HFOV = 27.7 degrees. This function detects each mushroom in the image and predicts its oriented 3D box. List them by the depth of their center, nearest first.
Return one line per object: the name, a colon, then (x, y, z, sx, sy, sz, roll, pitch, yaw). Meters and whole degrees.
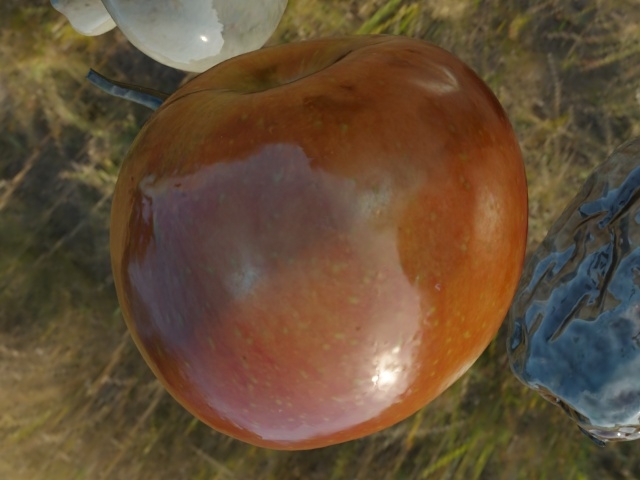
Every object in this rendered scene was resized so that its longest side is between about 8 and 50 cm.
mushroom: (-0.156, -0.273, 1.257, 0.243, 0.243, 0.243, 21, 141, 19)

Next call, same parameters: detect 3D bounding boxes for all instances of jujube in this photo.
jujube: (0.317, 0.043, 1.281, 0.226, 0.317, 0.226, 31, 180, 0)

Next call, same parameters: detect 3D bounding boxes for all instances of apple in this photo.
apple: (0.000, 0.000, 0.484, 0.163, 0.163, 0.139, 1, 113, 37)

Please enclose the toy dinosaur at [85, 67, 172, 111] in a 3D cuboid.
toy dinosaur: (-0.078, -0.055, 0.884, 0.087, 0.187, 0.179, -37, 107, 8)
